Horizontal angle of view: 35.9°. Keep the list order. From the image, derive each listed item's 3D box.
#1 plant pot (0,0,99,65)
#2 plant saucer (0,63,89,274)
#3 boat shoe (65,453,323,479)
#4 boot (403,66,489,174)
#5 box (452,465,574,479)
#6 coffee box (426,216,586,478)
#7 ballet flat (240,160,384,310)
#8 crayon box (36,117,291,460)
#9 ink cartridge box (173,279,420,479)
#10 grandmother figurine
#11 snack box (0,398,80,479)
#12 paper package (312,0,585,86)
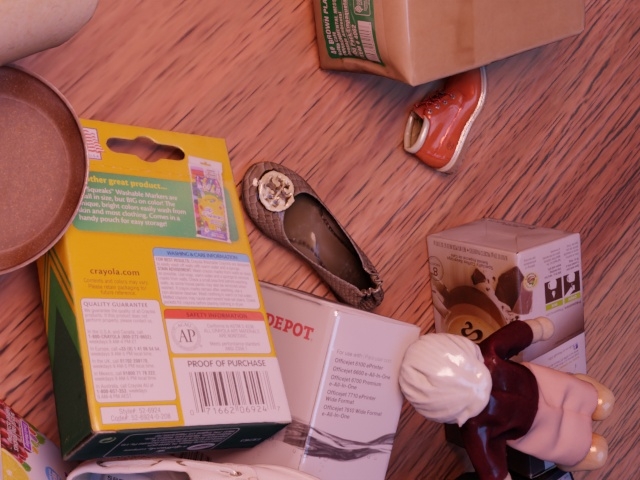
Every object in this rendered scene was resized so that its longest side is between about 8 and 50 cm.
[{"bbox_3d":[-0.344,-0.231,0.738,0.305,0.334,0.334,-24,112,-42],"label":"plant pot"},{"bbox_3d":[-0.304,-0.063,0.893,0.198,0.036,0.199,0,83,1],"label":"plant saucer"},{"bbox_3d":[-0.105,0.253,0.907,0.096,0.277,0.098,17,79,-75],"label":"boat shoe"},{"bbox_3d":[0.157,-0.170,1.247,0.084,0.059,0.158,19,87,-31],"label":"boot"},{"bbox_3d":[0.191,0.358,1.254,0.232,0.183,0.059,-18,88,-43],"label":"box"},{"bbox_3d":[0.246,0.134,1.291,0.119,0.168,0.297,-16,106,-32],"label":"coffee box"},{"bbox_3d":[0.000,0.000,1.159,0.084,0.058,0.250,-52,123,-18],"label":"ballet flat"},{"bbox_3d":[-0.164,0.043,0.966,0.203,0.083,0.323,5,59,-36],"label":"crayon box"},{"bbox_3d":[-0.041,0.208,1.062,0.129,0.223,0.307,15,89,-38],"label":"ink cartridge box"},{"bbox_3d":[0.206,0.180,1.080,0.342,0.104,0.208,27,60,-44],"label":"grandmother figurine"},{"bbox_3d":[-0.260,0.270,0.923,0.070,0.207,0.174,-39,120,2],"label":"snack box"},{"bbox_3d":[0.141,-0.369,1.111,0.309,0.168,0.325,-21,117,-31],"label":"paper package"}]
